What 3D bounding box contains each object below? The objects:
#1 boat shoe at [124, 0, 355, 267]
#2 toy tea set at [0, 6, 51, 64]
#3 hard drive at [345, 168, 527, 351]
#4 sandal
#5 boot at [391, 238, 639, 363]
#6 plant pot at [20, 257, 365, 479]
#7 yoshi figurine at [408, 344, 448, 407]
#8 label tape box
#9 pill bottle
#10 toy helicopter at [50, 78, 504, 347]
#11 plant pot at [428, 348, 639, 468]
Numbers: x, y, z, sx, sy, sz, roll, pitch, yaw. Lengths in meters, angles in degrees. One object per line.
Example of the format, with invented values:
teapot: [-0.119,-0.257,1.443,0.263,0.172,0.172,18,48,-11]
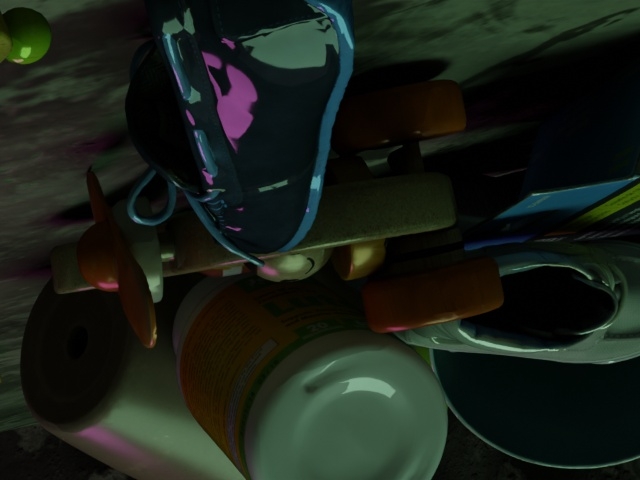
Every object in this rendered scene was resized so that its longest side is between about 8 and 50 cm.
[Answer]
boat shoe: [-0.045,-0.067,0.681,0.089,0.109,0.258,-6,155,-9]
toy tea set: [-0.244,-0.019,0.460,0.336,0.124,0.200,-7,169,-46]
hard drive: [0.153,0.013,1.311,0.255,0.054,0.172,-19,-144,-35]
sandal: [0.186,0.000,1.237,0.255,0.054,0.097,16,-146,15]
boot: [0.174,0.047,1.065,0.258,0.095,0.123,-2,-176,-23]
plant pot: [-0.117,0.103,1.303,0.263,0.263,0.229,-21,151,38]
yoshi figurine: [0.070,0.113,1.748,0.362,0.203,0.203,-18,170,18]
label tape box: [0.255,-0.069,1.087,0.334,0.105,0.240,-4,170,-14]
pill bottle: [-0.022,0.097,1.087,0.136,0.136,0.246,-12,-162,-19]
toy helicopter: [-0.075,0.006,0.970,0.235,0.140,0.355,-13,-178,-39]
plant pot: [0.255,0.056,1.577,0.290,0.290,0.195,-16,-155,13]
